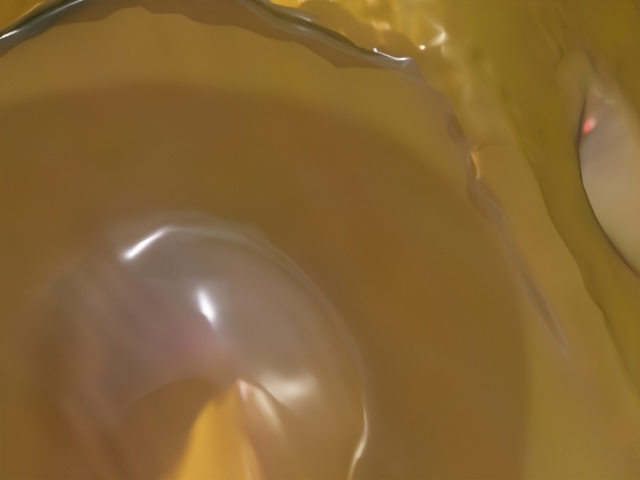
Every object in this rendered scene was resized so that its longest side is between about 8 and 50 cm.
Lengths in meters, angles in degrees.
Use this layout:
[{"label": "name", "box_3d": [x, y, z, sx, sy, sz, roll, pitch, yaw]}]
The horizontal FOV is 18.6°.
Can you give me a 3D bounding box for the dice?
[{"label": "dice", "box_3d": [0.000, 0.000, 0.422, 0.166, 0.169, 0.169, -19, -166, 26]}]
